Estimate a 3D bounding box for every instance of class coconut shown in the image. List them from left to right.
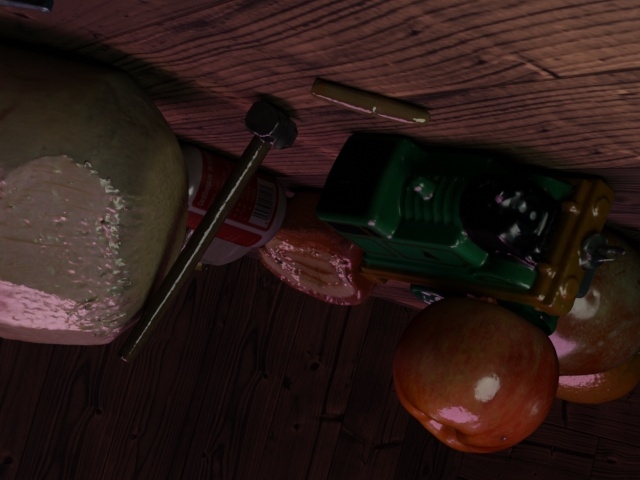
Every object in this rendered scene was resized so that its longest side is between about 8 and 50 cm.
[{"bbox_3d":[-0.383,-0.053,1.653,0.415,0.415,0.344,14,-169,11],"label":"coconut"}]

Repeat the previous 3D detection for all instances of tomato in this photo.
[{"bbox_3d":[0.351,0.088,1.854,0.270,0.223,0.270,18,176,1],"label":"tomato"}]

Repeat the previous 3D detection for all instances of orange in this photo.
[{"bbox_3d":[0.448,0.152,2.163,0.264,0.264,0.264,15,174,2],"label":"orange"}]

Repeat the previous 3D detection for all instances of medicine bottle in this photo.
[{"bbox_3d":[-0.185,-0.078,2.102,0.250,0.131,0.131,20,172,-35],"label":"medicine bottle"}]

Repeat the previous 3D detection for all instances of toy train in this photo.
[{"bbox_3d":[0.172,-0.024,1.580,0.249,0.178,0.429,34,164,-36],"label":"toy train"}]

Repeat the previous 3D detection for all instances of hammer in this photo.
[{"bbox_3d":[-0.144,-0.006,1.590,0.043,0.365,0.111,32,-179,10],"label":"hammer"}]

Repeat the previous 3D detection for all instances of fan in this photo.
[{"bbox_3d":[-0.364,-0.264,1.398,0.193,0.016,0.038,12,171,33],"label":"fan"}]

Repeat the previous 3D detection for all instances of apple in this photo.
[{"bbox_3d":[0.181,0.163,1.546,0.209,0.164,0.209,26,165,7],"label":"apple"}]

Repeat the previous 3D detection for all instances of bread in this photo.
[{"bbox_3d":[0.002,0.008,2.223,0.244,0.123,0.190,14,144,32],"label":"bread"}]

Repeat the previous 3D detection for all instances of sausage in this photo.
[{"bbox_3d":[0.054,-0.146,1.384,0.132,0.024,0.024,16,174,0],"label":"sausage"}]

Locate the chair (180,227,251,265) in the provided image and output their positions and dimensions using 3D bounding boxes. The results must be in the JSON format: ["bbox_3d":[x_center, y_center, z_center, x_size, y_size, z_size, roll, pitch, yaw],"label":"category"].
[{"bbox_3d":[-0.272,-0.048,2.219,0.319,0.186,0.160,-7,150,-48],"label":"chair"}]

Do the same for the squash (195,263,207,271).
[{"bbox_3d":[-0.322,-0.054,2.416,0.260,0.189,0.189,11,174,0],"label":"squash"}]
